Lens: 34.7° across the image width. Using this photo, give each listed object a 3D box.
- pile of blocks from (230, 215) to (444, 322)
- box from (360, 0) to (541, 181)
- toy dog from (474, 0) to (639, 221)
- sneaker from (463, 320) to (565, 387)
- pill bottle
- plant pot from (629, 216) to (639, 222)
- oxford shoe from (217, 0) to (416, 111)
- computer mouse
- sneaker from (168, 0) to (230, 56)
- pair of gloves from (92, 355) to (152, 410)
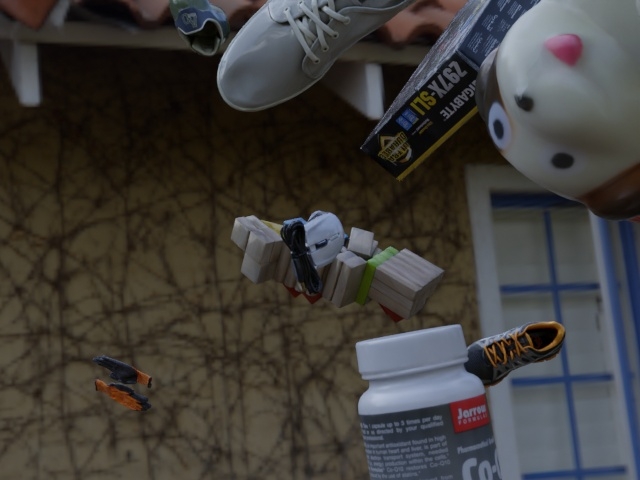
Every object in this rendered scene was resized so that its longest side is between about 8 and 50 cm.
[{"bbox_3d":[0.021,0.052,1.750,0.362,0.113,0.149,18,29,2],"label":"pile of blocks"},{"bbox_3d":[0.203,-0.253,1.327,0.079,0.322,0.257,39,-32,-7],"label":"box"},{"bbox_3d":[0.323,-0.226,0.990,0.408,0.284,0.395,-48,-17,5],"label":"toy dog"},{"bbox_3d":[0.333,0.190,1.790,0.214,0.084,0.083,-21,-20,-14],"label":"sneaker"},{"bbox_3d":[0.136,0.255,1.267,0.161,0.283,0.161,-10,-5,-1],"label":"pill bottle"},{"bbox_3d":[0.489,-0.206,1.470,0.272,0.272,0.265,-4,-55,-10],"label":"plant pot"},{"bbox_3d":[0.001,-0.384,1.780,0.449,0.169,0.130,-32,5,11],"label":"oxford shoe"},{"bbox_3d":[0.000,0.000,1.432,0.042,0.106,0.193,-14,13,20],"label":"computer mouse"},{"bbox_3d":[-0.163,-0.287,1.409,0.064,0.086,0.192,-18,-13,6],"label":"sneaker"},{"bbox_3d":[-0.230,0.167,1.186,0.074,0.010,0.083,22,-42,9],"label":"pair of gloves"}]
